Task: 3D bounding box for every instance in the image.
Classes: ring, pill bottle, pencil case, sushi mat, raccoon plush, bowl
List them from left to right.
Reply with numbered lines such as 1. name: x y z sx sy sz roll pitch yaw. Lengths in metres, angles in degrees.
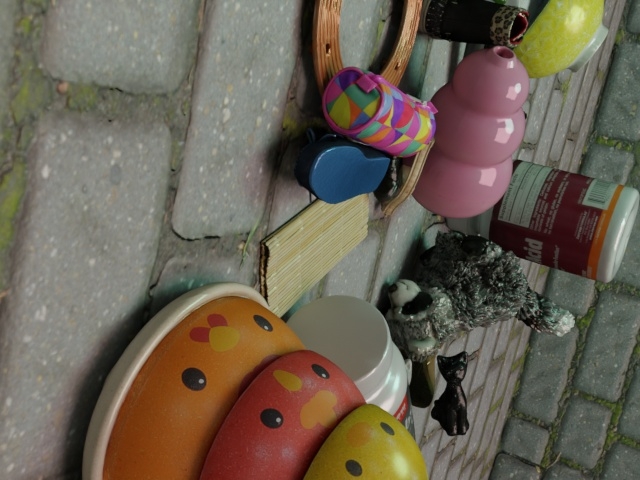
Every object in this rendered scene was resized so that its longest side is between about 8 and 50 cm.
1. sushi mat: 0.000 0.000 1.184 0.316 0.019 0.151 -41 141 -47
2. pill bottle: 0.047 0.270 1.229 0.210 0.210 0.363 -54 149 -31
3. ring: 0.072 -0.343 1.091 0.336 0.032 0.336 -41 139 -47
4. pencil case: 0.094 -0.188 1.087 0.236 0.104 0.104 0 107 -63
5. raccoon plush: 0.340 0.184 1.569 0.299 0.446 0.216 -62 -175 -17
6. pill bottle: 0.509 -0.061 1.705 0.224 0.392 0.224 -40 140 -46
7. bowl: 0.550 -0.472 1.656 0.289 0.156 0.289 -56 180 0

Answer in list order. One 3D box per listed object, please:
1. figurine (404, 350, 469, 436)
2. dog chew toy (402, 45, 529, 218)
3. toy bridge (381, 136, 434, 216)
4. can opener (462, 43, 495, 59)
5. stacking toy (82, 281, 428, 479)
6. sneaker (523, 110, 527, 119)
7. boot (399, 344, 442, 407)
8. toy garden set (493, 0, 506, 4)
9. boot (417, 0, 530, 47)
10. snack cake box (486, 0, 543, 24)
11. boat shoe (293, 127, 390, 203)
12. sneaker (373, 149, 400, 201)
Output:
1. figurine: 0.239 0.354 1.693 0.092 0.215 0.209 -108 -167 -62
2. dog chew toy: 0.271 -0.196 1.316 0.206 0.207 0.331 -47 161 -40
3. toy bridge: 0.153 -0.108 1.300 0.063 0.026 0.188 -84 -165 -47
4. can opener: 0.315 -0.326 1.526 0.095 0.076 0.283 -92 -173 -55
5. stacking toy: 0.006 0.274 0.847 0.350 0.480 0.350 -42 142 -46
6. sneaker: 0.555 -0.342 2.018 0.083 0.035 0.031 -23 127 -57
7. boot: 0.291 0.255 1.834 0.269 0.089 0.236 -50 147 -39
8. toy garden set: 0.273 -0.548 1.226 0.244 0.049 0.203 19 82 -42
9. boot: 0.285 -0.387 1.304 0.236 0.179 0.085 -25 128 -57
10. snack cake box: 0.434 -0.571 1.579 0.264 0.089 0.152 -55 148 -31
11. boat shoe: 0.016 -0.106 1.077 0.109 0.089 0.258 -62 160 10
12. sneaker: 0.116 -0.160 1.267 0.089 0.051 0.170 49 54 -65
